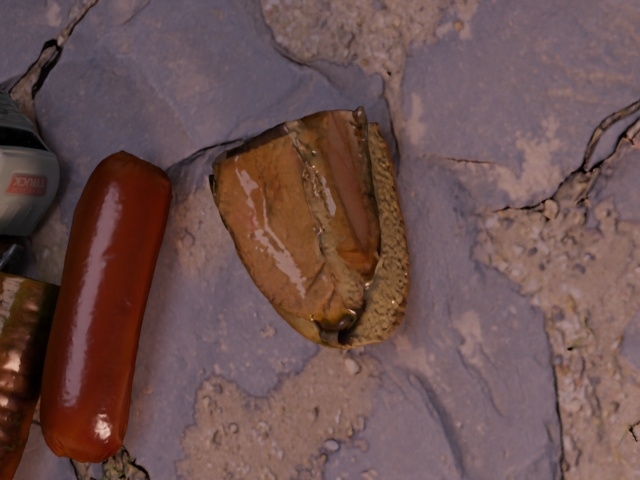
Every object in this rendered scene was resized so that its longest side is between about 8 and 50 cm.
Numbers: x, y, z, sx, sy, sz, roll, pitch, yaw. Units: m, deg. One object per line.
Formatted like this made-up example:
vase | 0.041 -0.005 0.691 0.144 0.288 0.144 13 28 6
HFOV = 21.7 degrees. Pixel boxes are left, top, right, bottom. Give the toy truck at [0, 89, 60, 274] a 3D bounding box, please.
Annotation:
toy truck | -0.389 -0.001 1.686 0.162 0.136 0.305 43 109 23

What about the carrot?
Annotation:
carrot | -0.336 0.170 1.634 0.114 0.114 0.302 22 92 34

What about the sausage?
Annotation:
sausage | -0.206 0.062 1.577 0.089 0.083 0.300 11 88 -6

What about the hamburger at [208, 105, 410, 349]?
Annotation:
hamburger | 0.000 0.000 1.451 0.155 0.135 0.208 -28 82 43
